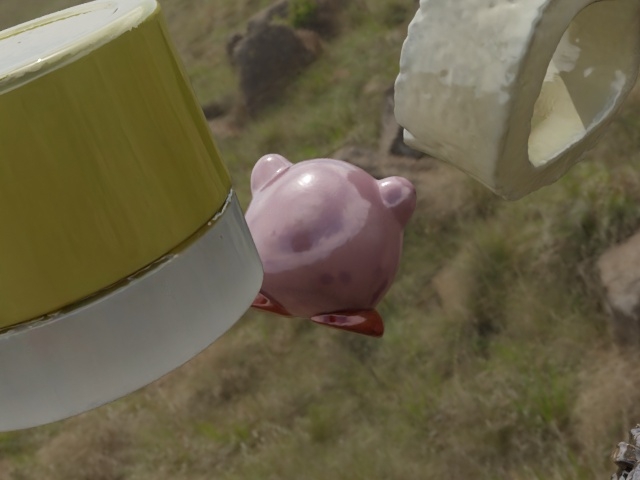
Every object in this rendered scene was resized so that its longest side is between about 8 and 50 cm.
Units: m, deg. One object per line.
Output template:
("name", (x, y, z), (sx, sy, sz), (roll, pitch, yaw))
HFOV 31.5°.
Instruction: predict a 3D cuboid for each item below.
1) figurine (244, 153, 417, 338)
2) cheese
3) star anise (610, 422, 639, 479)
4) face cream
("figurine", (0.000, 0.000, 1.143), (0.173, 0.173, 0.173), (-28, 18, 10))
("cheese", (0.242, -0.213, 1.264), (0.153, 0.292, 0.332), (31, 41, 27))
("star anise", (0.399, 0.298, 1.407), (0.214, 0.099, 0.220), (-57, -8, -11))
("face cream", (-0.164, -0.023, 0.669), (0.218, 0.179, 0.218), (-18, 21, 7))
